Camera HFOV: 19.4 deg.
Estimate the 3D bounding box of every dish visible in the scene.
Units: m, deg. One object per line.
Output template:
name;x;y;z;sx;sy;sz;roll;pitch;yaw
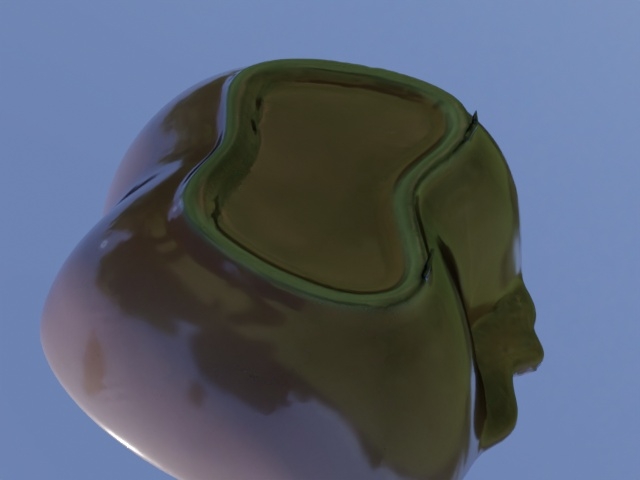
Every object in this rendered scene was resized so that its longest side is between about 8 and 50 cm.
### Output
dish;0.000;0.000;0.735;0.213;0.090;0.213;6;-135;-6
